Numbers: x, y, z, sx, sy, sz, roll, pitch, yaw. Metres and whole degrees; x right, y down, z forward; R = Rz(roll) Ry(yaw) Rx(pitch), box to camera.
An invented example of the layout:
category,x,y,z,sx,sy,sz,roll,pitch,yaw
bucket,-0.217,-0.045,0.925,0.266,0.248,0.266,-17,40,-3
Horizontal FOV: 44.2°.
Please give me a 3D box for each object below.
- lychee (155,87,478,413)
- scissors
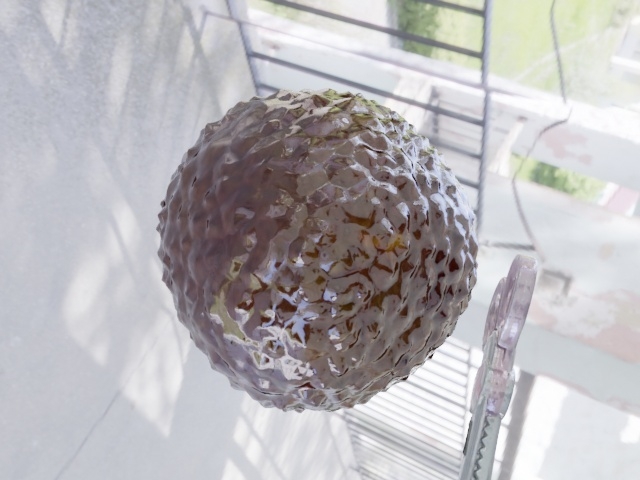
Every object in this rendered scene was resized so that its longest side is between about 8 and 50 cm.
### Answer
category,x,y,z,sx,sy,sz,roll,pitch,yaw
lychee,0.000,0.000,0.614,0.260,0.261,0.260,-48,150,-40
scissors,0.154,0.130,0.701,0.118,0.031,0.242,97,11,-62
